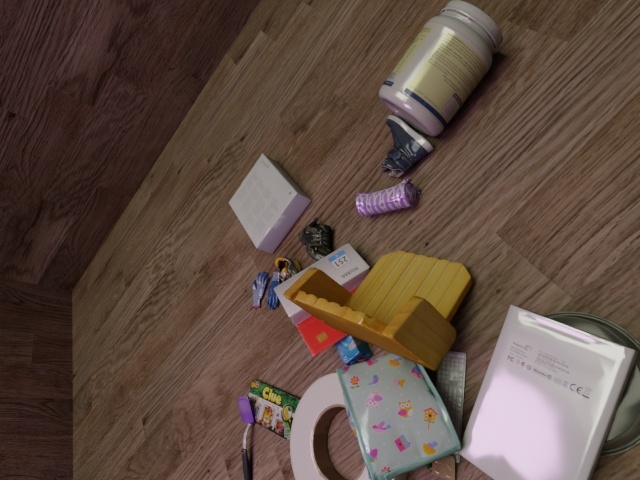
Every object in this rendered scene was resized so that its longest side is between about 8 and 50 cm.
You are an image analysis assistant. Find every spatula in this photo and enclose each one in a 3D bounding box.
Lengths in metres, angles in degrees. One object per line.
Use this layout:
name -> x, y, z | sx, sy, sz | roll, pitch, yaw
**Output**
spatula -> -0.262, 0.705, 1.436 | 0.084, 0.030, 0.296 | -24, 64, 45

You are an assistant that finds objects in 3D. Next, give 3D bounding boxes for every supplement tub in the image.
supplement tub -> 0.358, -0.511, 1.236 | 0.324, 0.235, 0.235 | -53, 44, 13

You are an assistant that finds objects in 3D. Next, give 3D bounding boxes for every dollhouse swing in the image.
dollhouse swing -> 0.167, 0.108, 1.048 | 0.347, 0.315, 0.304 | 13, 69, 46

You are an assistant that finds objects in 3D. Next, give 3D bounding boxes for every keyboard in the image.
keyboard -> 0.323, 0.410, 1.029 | 0.072, 0.014, 0.255 | -5, 69, 43

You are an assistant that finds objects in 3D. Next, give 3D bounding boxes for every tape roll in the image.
tape roll -> 0.071, 0.578, 1.160 | 0.392, 0.072, 0.391 | -19, 60, 37

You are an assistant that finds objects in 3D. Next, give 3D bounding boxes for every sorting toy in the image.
sorting toy -> 0.288, 0.544, 0.995 | 0.083, 0.012, 0.062 | -3, 87, 39

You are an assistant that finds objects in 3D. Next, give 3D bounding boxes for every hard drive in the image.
hard drive -> 0.445, 0.338, 0.831 | 0.233, 0.047, 0.352 | 21, 94, 49

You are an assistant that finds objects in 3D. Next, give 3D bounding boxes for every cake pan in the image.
cake pan -> 0.524, 0.290, 0.856 | 0.293, 0.054, 0.293 | -19, 60, 38

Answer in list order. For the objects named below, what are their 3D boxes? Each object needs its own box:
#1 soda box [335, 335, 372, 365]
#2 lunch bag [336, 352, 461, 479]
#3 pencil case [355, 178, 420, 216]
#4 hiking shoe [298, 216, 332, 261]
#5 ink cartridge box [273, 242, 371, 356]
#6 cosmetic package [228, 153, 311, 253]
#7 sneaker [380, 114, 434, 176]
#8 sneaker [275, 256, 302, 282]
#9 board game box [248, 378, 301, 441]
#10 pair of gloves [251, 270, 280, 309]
soda box -> 0.077, 0.286, 1.281 | 0.067, 0.071, 0.210 | -47, 46, 20
lunch bag -> 0.180, 0.418, 0.983 | 0.224, 0.160, 0.262 | -18, 42, -5
pencil case -> 0.211, -0.134, 1.321 | 0.206, 0.086, 0.088 | -13, 98, 39
hiking shoe -> 0.000, 0.000, 1.471 | 0.114, 0.086, 0.227 | -57, 43, 14
ink cartridge box -> 0.036, 0.173, 1.280 | 0.296, 0.066, 0.261 | -31, 46, -7
cosmetic package -> -0.229, -0.168, 1.761 | 0.284, 0.097, 0.377 | -54, 45, 15
sneaker -> 0.248, -0.313, 1.366 | 0.163, 0.086, 0.226 | -47, 47, 16
sneaker -> -0.107, 0.148, 1.506 | 0.088, 0.093, 0.225 | -50, 46, 16
board game box -> -0.168, 0.583, 1.422 | 0.260, 0.030, 0.136 | 1, 71, 44
pair of gloves -> -0.211, 0.198, 1.638 | 0.198, 0.023, 0.159 | -8, 69, 43
